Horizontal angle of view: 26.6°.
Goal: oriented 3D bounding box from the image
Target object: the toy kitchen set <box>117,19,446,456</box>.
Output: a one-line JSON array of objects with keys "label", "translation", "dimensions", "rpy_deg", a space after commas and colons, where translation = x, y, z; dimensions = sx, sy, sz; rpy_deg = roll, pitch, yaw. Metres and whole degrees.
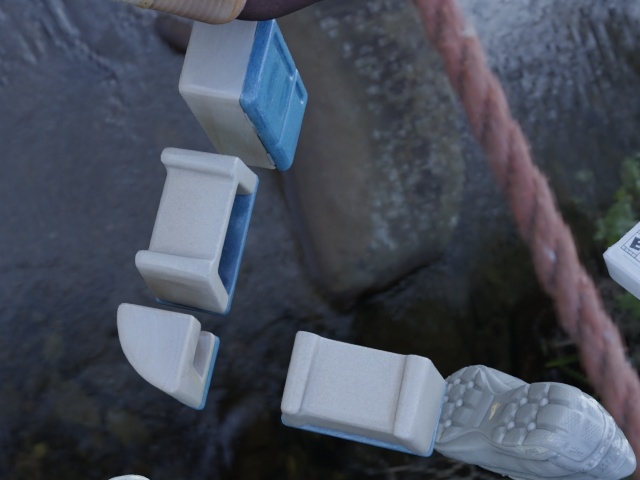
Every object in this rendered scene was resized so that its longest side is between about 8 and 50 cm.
[{"label": "toy kitchen set", "translation": [0.000, 0.000, 0.737], "dimensions": [0.122, 0.166, 0.207], "rpy_deg": [62, 40, -74]}]

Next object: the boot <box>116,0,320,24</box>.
[{"label": "boot", "translation": [-0.048, -0.189, 0.723], "dimensions": [0.207, 0.090, 0.248], "rpy_deg": [-5, 40, -22]}]

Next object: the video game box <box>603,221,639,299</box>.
[{"label": "video game box", "translation": [0.368, 0.015, 1.096], "dimensions": [0.187, 0.205, 0.048], "rpy_deg": [-43, 143, -5]}]

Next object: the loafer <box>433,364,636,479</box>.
[{"label": "loafer", "translation": [0.201, 0.198, 1.384], "dimensions": [0.111, 0.319, 0.112], "rpy_deg": [36, 79, -16]}]

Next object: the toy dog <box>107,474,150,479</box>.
[{"label": "toy dog", "translation": [-0.177, 0.524, 1.564], "dimensions": [0.285, 0.408, 0.395], "rpy_deg": [10, 51, -17]}]
